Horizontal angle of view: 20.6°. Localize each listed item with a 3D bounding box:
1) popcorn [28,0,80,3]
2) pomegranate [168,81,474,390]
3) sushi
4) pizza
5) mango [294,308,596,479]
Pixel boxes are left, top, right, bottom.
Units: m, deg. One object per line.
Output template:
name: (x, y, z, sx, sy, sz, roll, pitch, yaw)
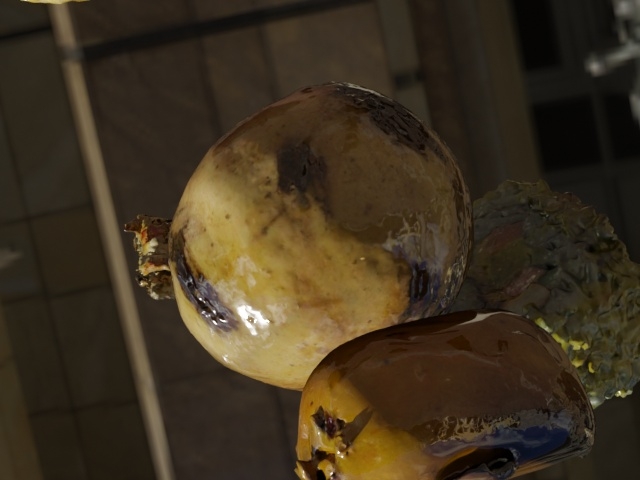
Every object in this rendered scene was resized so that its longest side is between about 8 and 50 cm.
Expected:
popcorn: (-0.289, -0.461, 2.062, 0.344, 0.390, 0.354, 29, -177, -24)
pomegranate: (0.000, 0.000, 1.728, 0.322, 0.322, 0.322, -11, -170, 2)
sushi: (0.285, 0.112, 2.533, 0.351, 0.240, 0.396, -32, -152, -7)
pizza: (-0.198, 0.016, 2.519, 0.251, 0.074, 0.288, 21, -166, 37)
mango: (0.100, 0.142, 1.500, 0.201, 0.152, 0.287, -12, 180, 45)
